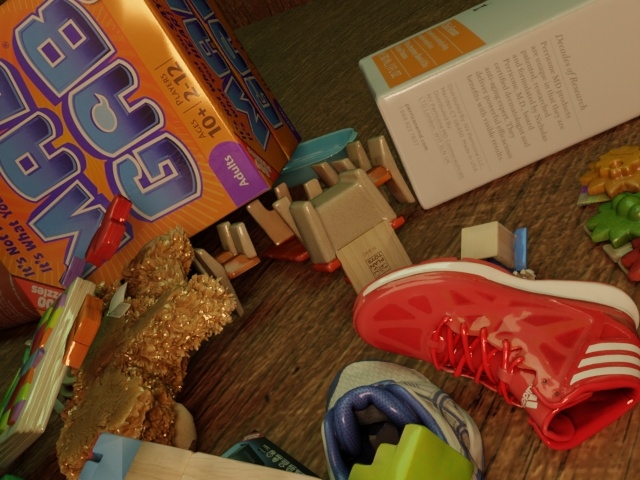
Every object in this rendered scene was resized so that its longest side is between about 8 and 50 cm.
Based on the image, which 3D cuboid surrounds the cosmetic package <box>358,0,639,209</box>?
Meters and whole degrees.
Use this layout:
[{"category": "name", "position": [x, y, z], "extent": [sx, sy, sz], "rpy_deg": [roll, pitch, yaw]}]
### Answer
[{"category": "cosmetic package", "position": [0.291, -0.231, 1.115], "extent": [0.453, 0.162, 0.230], "rpy_deg": [-24, 22, 5]}]

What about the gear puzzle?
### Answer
[{"category": "gear puzzle", "position": [0.328, -0.032, 0.773], "extent": [0.175, 0.044, 0.339], "rpy_deg": [-25, 24, 4]}]

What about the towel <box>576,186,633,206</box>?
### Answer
[{"category": "towel", "position": [0.306, -0.061, 0.924], "extent": [0.060, 0.009, 0.083], "rpy_deg": [-8, 29, 37]}]

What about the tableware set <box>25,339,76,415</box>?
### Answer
[{"category": "tableware set", "position": [-0.311, 0.144, 1.115], "extent": [0.128, 0.039, 0.194], "rpy_deg": [-36, 24, -22]}]

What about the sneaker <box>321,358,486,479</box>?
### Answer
[{"category": "sneaker", "position": [0.055, 0.136, 0.612], "extent": [0.111, 0.131, 0.296], "rpy_deg": [-30, 21, -2]}]

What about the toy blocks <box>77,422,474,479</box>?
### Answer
[{"category": "toy blocks", "position": [-0.110, 0.252, 0.436], "extent": [0.261, 0.190, 0.381], "rpy_deg": [-4, 55, 48]}]

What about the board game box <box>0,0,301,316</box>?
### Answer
[{"category": "board game box", "position": [-0.284, -0.169, 1.232], "extent": [0.356, 0.356, 0.356], "rpy_deg": [-31, 12, 13]}]

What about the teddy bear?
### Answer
[{"category": "teddy bear", "position": [-0.176, 0.122, 0.883], "extent": [0.245, 0.113, 0.338], "rpy_deg": [-47, 27, 1]}]

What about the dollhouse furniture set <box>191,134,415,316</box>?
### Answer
[{"category": "dollhouse furniture set", "position": [0.000, 0.000, 1.026], "extent": [0.262, 0.135, 0.259], "rpy_deg": [-33, 12, -16]}]

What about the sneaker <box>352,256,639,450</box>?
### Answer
[{"category": "sneaker", "position": [0.128, 0.082, 0.650], "extent": [0.221, 0.087, 0.128], "rpy_deg": [-1, 32, 10]}]

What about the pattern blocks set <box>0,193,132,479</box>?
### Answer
[{"category": "pattern blocks set", "position": [-0.285, 0.130, 0.895], "extent": [0.285, 0.026, 0.325], "rpy_deg": [-46, 27, 38]}]

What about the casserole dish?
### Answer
[{"category": "casserole dish", "position": [-0.021, -0.122, 1.386], "extent": [0.188, 0.037, 0.114], "rpy_deg": [-17, 24, 25]}]

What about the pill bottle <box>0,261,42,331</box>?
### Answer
[{"category": "pill bottle", "position": [-0.477, 0.073, 1.345], "extent": [0.216, 0.121, 0.121], "rpy_deg": [-17, 24, 22]}]

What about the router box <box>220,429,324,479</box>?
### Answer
[{"category": "router box", "position": [-0.054, 0.208, 0.691], "extent": [0.092, 0.038, 0.122], "rpy_deg": [-37, 24, -21]}]

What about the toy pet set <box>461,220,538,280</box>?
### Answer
[{"category": "toy pet set", "position": [0.155, 0.046, 0.822], "extent": [0.122, 0.065, 0.114], "rpy_deg": [-13, 61, 37]}]
